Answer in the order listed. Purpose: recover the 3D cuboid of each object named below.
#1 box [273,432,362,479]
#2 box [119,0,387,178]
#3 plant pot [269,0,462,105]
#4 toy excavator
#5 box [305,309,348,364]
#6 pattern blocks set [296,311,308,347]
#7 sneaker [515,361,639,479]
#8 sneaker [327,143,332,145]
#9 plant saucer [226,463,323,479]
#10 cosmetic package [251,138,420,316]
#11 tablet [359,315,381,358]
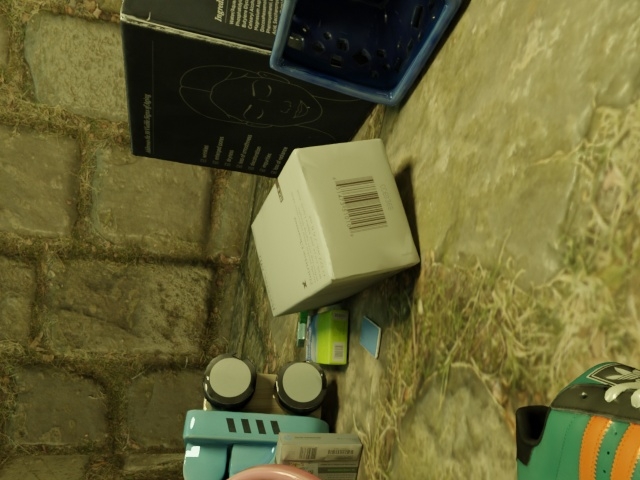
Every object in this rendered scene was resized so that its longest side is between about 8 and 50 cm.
[{"bbox_3d":[-0.014,0.432,0.895,0.038,0.145,0.186,-135,52,-73],"label":"box"},{"bbox_3d":[-0.160,-0.375,1.108,0.480,0.473,0.297,134,139,-64],"label":"box"},{"bbox_3d":[0.063,-0.389,0.797,0.236,0.236,0.211,124,155,-57],"label":"plant pot"},{"bbox_3d":[-0.196,0.462,0.965,0.222,0.434,0.444,107,166,-53],"label":"toy excavator"},{"bbox_3d":[0.011,0.208,1.074,0.178,0.043,0.108,143,132,-70],"label":"box"},{"bbox_3d":[-0.044,0.078,1.240,0.324,0.026,0.285,-91,6,-47],"label":"pattern blocks set"},{"bbox_3d":[0.209,0.123,0.303,0.302,0.108,0.120,118,149,-56],"label":"sneaker"},{"bbox_3d":[0.028,-0.108,1.112,0.086,0.065,0.191,-132,47,-62],"label":"sneaker"},{"bbox_3d":[-0.043,0.513,0.795,0.084,0.333,0.331,3,-86,-65],"label":"plant saucer"},{"bbox_3d":[0.000,0.000,0.911,0.385,0.156,0.217,135,121,-64],"label":"cosmetic package"},{"bbox_3d":[0.088,0.169,0.892,0.083,0.006,0.054,-154,71,-74],"label":"tablet"}]
